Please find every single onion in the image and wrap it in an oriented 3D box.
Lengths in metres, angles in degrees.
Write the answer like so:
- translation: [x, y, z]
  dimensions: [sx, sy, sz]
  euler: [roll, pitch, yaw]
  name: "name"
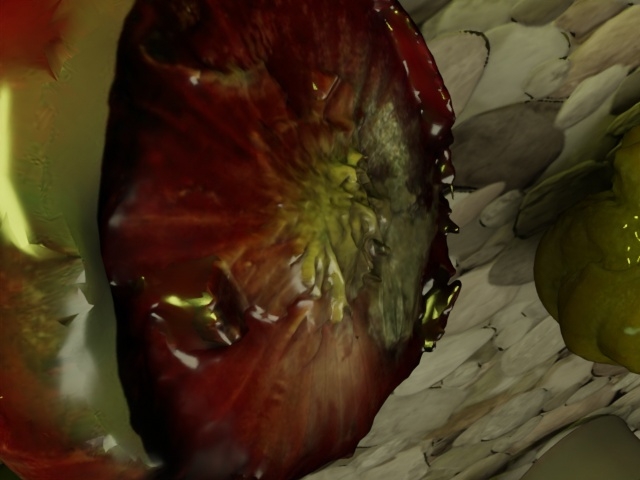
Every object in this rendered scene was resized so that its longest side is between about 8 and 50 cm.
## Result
- translation: [-0.073, -0.010, 0.700]
  dimensions: [0.195, 0.272, 0.272]
  euler: [3, 180, 43]
  name: "onion"

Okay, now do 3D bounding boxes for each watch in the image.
- translation: [0.246, 0.297, 1.520]
  dimensions: [0.217, 0.211, 0.248]
  euler: [-30, 145, -22]
  name: "watch"

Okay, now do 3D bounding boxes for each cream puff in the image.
- translation: [0.248, 0.005, 1.042]
  dimensions: [0.195, 0.221, 0.194]
  euler: [-28, 122, -60]
  name: "cream puff"

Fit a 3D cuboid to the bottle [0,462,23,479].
- translation: [-0.179, 0.190, 0.985]
  dimensions: [0.260, 0.112, 0.112]
  euler: [-25, 152, -11]
  name: "bottle"
